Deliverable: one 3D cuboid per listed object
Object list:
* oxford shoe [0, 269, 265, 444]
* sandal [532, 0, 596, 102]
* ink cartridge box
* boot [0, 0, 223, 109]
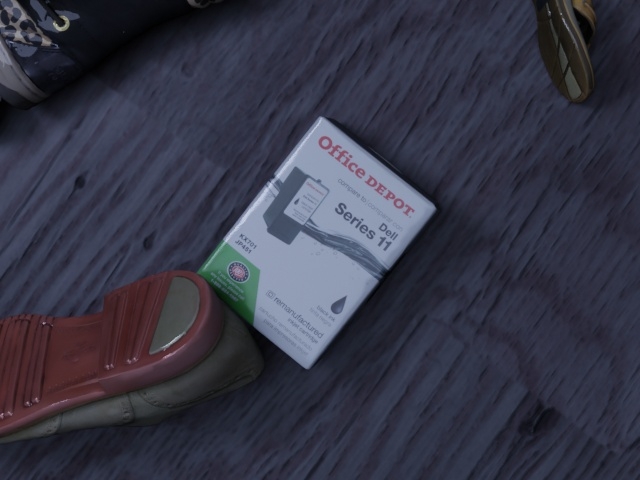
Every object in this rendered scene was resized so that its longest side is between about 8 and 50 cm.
[{"bbox_3d":[-0.243,0.154,1.174,0.397,0.146,0.140,-15,50,26],"label":"oxford shoe"},{"bbox_3d":[0.240,-0.226,1.130,0.049,0.072,0.180,-15,85,-13],"label":"sandal"},{"bbox_3d":[0.000,0.000,1.156,0.153,0.087,0.208,38,96,5],"label":"ink cartridge box"},{"bbox_3d":[-0.261,-0.353,1.158,0.284,0.138,0.377,-21,92,10],"label":"boot"}]
